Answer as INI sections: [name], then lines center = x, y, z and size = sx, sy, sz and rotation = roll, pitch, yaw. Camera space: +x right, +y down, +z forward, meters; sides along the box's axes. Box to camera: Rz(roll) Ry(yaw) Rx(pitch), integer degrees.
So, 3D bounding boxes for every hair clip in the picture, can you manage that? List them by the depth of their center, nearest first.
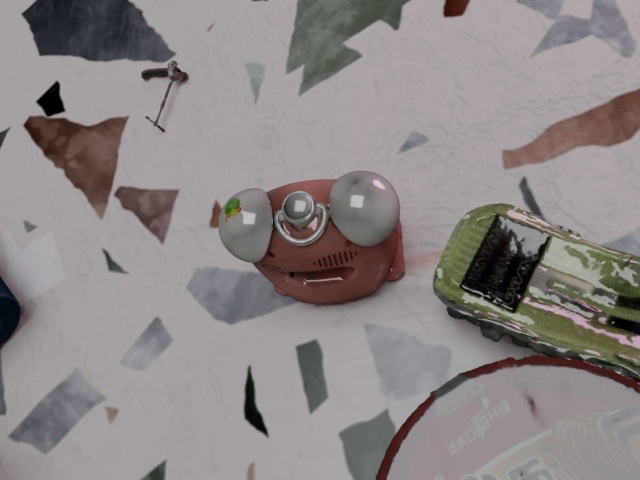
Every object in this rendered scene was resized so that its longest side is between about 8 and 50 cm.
[hair clip]
center = 0.262, 0.065, 0.648
size = 0.321, 0.091, 0.138
rotation = 18, 70, 30

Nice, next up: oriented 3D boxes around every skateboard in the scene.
[skateboard]
center = -0.201, -0.174, 0.907
size = 0.064, 0.032, 0.083
rotation = 1, 67, 27

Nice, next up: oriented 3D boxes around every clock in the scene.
[clock]
center = 0.000, 0.000, 0.705
size = 0.166, 0.162, 0.093
rotation = -8, 69, 13

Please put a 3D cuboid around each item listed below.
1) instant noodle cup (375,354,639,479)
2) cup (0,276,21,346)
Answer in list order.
[instant noodle cup]
center = 0.179, 0.232, 0.598
size = 0.274, 0.091, 0.274
rotation = -5, 68, 13
[cup]
center = -0.429, 0.069, 0.828
size = 0.155, 0.131, 0.176
rotation = 40, 112, 22
